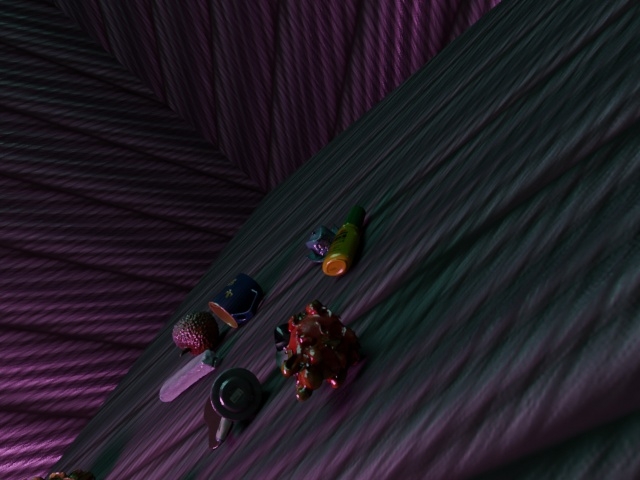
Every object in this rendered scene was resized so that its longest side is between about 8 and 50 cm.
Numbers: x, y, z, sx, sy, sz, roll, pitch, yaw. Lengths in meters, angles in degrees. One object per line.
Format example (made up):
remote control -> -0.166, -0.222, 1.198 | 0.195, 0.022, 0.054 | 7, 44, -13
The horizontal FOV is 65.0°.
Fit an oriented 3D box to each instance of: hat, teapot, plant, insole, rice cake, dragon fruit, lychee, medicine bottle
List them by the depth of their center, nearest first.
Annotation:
dragon fruit -> -0.003, 0.196, 0.879 | 0.150, 0.133, 0.207 | -35, 15, 31
teapot -> -0.185, 0.359, 1.117 | 0.111, 0.149, 0.108 | -8, -12, -12
insole -> -0.259, 0.434, 1.279 | 0.111, 0.007, 0.328 | -51, 14, -5
medicine bottle -> 0.074, -0.007, 1.345 | 0.095, 0.064, 0.260 | -38, 16, 38
hat -> 0.000, 0.000, 1.519 | 0.138, 0.078, 0.191 | -47, 14, -3
rice cake -> -0.445, 0.456, 1.673 | 0.336, 0.063, 0.066 | -37, 22, 36
plant -> -0.871, 0.880, 1.676 | 0.261, 0.297, 0.305 | -30, -41, -28
lychee -> -0.443, 0.339, 1.782 | 0.165, 0.165, 0.197 | -32, 26, 49

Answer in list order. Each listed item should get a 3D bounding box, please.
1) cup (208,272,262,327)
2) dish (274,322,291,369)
cup -> -0.276, 0.208, 1.743 | 0.177, 0.131, 0.155 | 13, 53, 41
dish -> -0.069, 0.218, 1.138 | 0.141, 0.078, 0.141 | -45, 14, 14
